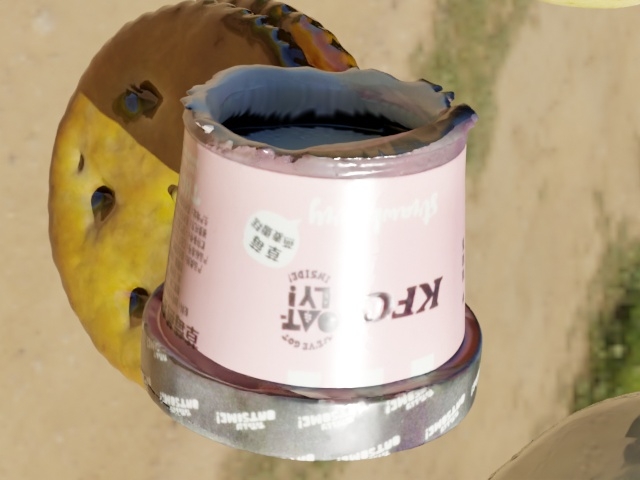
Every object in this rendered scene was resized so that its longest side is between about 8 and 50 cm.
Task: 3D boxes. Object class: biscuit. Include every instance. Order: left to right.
[{"bbox_3d":[-0.058,-0.023,0.934,0.066,0.220,0.221,-5,92,-50],"label":"biscuit"}]

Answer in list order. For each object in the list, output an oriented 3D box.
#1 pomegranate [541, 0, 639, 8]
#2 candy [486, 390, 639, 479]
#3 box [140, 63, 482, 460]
[{"bbox_3d":[0.190,-0.301,1.126,0.319,0.319,0.319,11,77,-63],"label":"pomegranate"},{"bbox_3d":[0.176,0.185,0.981,0.185,0.295,0.295,65,31,-10],"label":"candy"},{"bbox_3d":[0.000,0.000,0.755,0.151,0.151,0.135,-38,137,-59],"label":"box"}]
